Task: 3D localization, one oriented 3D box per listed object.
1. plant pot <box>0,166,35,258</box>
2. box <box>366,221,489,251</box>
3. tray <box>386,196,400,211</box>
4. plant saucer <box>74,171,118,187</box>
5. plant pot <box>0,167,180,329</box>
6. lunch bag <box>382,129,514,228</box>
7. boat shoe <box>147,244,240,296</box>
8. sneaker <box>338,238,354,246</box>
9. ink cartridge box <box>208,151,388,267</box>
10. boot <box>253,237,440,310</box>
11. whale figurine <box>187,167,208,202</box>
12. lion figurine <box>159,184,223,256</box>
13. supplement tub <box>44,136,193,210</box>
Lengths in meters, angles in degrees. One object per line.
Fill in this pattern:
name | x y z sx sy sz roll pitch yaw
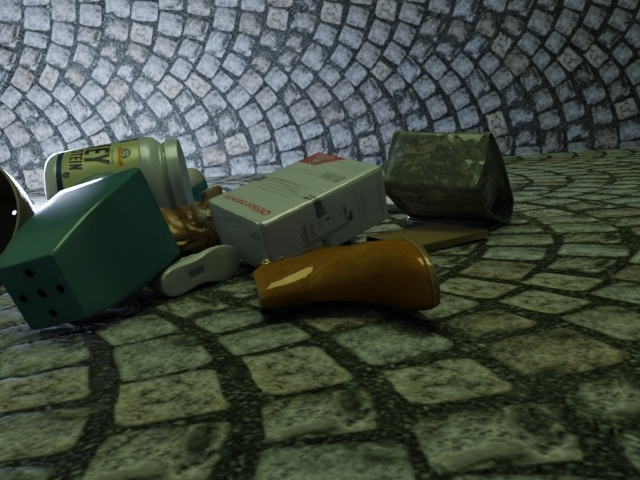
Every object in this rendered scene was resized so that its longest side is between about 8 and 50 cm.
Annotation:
plant pot | -0.715 -0.035 1.317 0.256 0.257 0.274 -5 -6 -5
box | 0.224 -0.007 1.307 0.201 0.021 0.164 -10 13 -31
tray | 0.153 -0.104 1.809 0.270 0.030 0.145 1 13 25
plant saucer | -0.499 -0.070 1.439 0.194 0.195 0.037 -5 -11 -7
plant pot | -0.360 0.021 0.949 0.165 0.166 0.234 -14 22 18
lunch bag | 0.301 -0.119 1.432 0.235 0.169 0.287 8 -18 33
boat shoe | -0.219 0.052 1.081 0.063 0.066 0.184 6 24 37
sneaker | 0.000 0.000 1.295 0.169 0.068 0.071 3 34 45
ink cartridge box | -0.042 -0.060 1.204 0.282 0.117 0.207 -28 30 -29
boot | 0.019 0.063 0.867 0.211 0.104 0.295 -13 8 -15
whale figurine | -0.464 -0.110 1.886 0.272 0.141 0.216 -33 19 -14
lion figurine | -0.359 0.002 1.258 0.240 0.142 0.392 18 37 38
supplement tub | -0.506 -0.134 1.592 0.324 0.236 0.235 -12 12 -5
